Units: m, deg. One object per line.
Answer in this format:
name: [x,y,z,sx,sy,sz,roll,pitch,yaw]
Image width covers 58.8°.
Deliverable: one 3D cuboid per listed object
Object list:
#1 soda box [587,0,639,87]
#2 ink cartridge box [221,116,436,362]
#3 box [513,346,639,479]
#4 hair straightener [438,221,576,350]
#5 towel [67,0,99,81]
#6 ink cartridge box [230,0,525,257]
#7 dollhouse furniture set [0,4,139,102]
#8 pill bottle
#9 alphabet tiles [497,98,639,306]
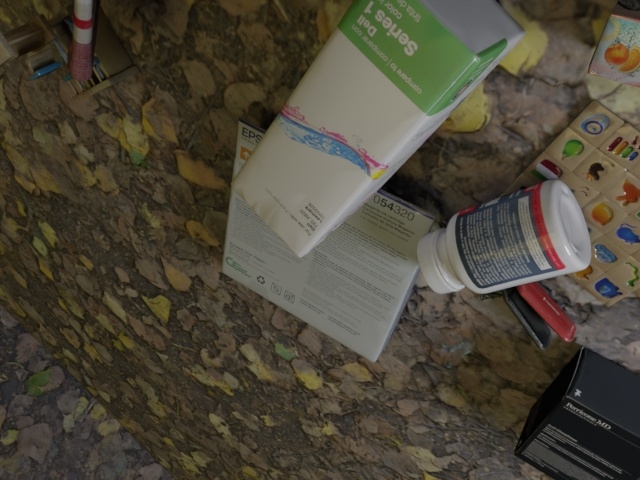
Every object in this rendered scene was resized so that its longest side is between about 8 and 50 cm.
soda box: [0.342,-0.158,0.499,0.183,0.063,0.058,24,135,20]
ink cartridge box: [0.000,0.000,0.899,0.324,0.071,0.330,29,132,15]
box: [0.433,0.291,0.779,0.261,0.103,0.184,29,140,16]
hair straightener: [0.237,0.062,0.779,0.230,0.047,0.089,44,139,-1]
towel: [-0.288,-0.398,0.693,0.037,0.237,0.329,3,142,-20]
ink cartridge box: [0.056,-0.136,0.597,0.117,0.201,0.278,45,128,3]
dollhouse furniture set: [-0.423,-0.280,0.905,0.128,0.184,0.129,-6,120,41]
pill bottle: [0.212,0.005,0.678,0.180,0.108,0.108,-21,110,38]
alphabet tiles: [0.343,-0.020,0.658,0.237,0.009,0.198,38,139,5]
